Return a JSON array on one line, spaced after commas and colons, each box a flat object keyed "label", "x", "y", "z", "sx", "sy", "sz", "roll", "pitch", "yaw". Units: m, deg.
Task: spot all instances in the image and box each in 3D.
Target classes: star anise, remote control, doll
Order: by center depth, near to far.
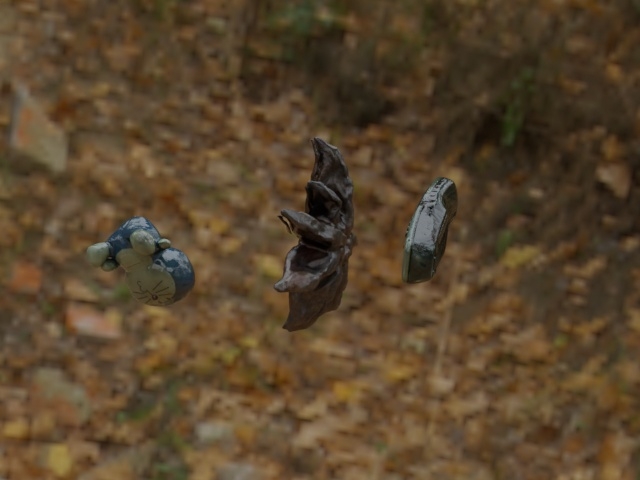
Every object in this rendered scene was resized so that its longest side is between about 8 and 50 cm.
[{"label": "star anise", "x": 0.001, "y": 0.001, "z": 1.301, "sx": 0.042, "sy": 0.141, "sz": 0.141, "roll": 9, "pitch": 17, "yaw": 11}, {"label": "doll", "x": -0.139, "y": 0.019, "z": 1.513, "sx": 0.076, "sy": 0.083, "sz": 0.050, "roll": -16, "pitch": 31, "yaw": 39}, {"label": "remote control", "x": 0.122, "y": -0.010, "z": 2.059, "sx": 0.042, "sy": 0.072, "sz": 0.222, "roll": 9, "pitch": 22, "yaw": 9}]
